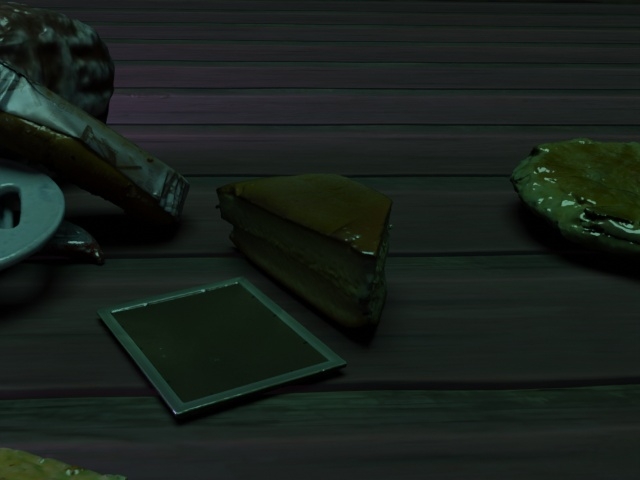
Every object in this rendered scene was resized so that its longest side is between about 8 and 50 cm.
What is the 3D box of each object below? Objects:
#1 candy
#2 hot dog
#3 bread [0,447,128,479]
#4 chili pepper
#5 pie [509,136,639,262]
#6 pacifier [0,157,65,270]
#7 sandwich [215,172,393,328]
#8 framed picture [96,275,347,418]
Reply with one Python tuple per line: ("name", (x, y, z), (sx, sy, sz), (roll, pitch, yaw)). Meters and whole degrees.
("candy", (-0.365, -0.169, 1.020), (0.157, 0.214, 0.289), (15, 24, 24))
("hot dog", (-0.253, -0.097, 0.886), (0.268, 0.075, 0.144), (35, -1, -18))
("bread", (-0.173, 0.172, 0.364), (0.138, 0.102, 0.196), (17, 24, 27))
("chili pepper", (-0.284, -0.005, 0.860), (0.153, 0.041, 0.050), (9, 66, 16))
("pie", (0.358, -0.040, 0.940), (0.306, 0.071, 0.306), (-1, 26, 0))
("pacifier", (-0.370, -0.064, 0.749), (0.287, 0.226, 0.238), (-1, 36, -14))
("sandwich", (0.000, 0.000, 0.793), (0.096, 0.094, 0.258), (-14, 26, -29))
("framed picture", (-0.086, 0.080, 0.704), (0.141, 0.011, 0.183), (-12, 26, -29))
